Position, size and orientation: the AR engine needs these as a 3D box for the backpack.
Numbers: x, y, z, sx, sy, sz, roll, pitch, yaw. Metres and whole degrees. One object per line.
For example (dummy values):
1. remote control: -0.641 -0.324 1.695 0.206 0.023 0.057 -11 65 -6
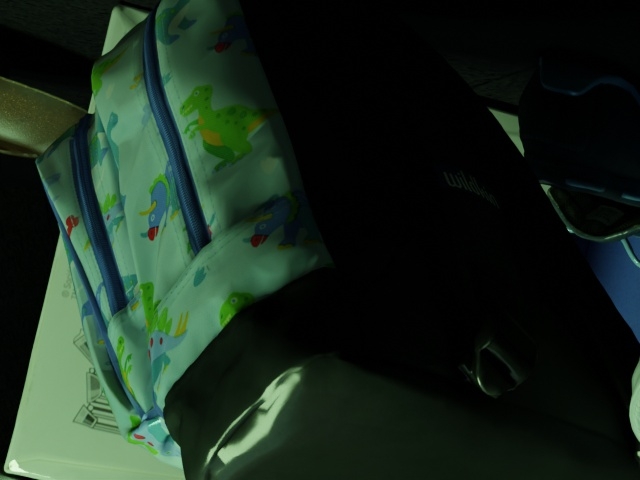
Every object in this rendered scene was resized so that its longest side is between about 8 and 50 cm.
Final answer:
1. backpack: 0.000 0.000 0.890 0.290 0.356 0.273 20 135 -41

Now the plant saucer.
1. plant saucer: -0.353 -0.126 1.545 0.310 0.050 0.310 15 177 1

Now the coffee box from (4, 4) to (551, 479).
1. coffee box: -0.032 0.048 1.370 0.338 0.338 0.334 14 175 -4

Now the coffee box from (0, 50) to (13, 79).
1. coffee box: -0.346 -0.169 1.551 0.113 0.040 0.184 14 176 2

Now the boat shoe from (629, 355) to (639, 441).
1. boat shoe: 0.209 -0.027 0.666 0.109 0.094 0.302 26 132 -12

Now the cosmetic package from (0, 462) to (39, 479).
1. cosmetic package: -0.110 0.250 1.359 0.284 0.097 0.377 16 175 11

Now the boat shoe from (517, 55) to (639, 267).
1. boat shoe: 0.177 -0.042 1.134 0.109 0.089 0.258 16 174 36

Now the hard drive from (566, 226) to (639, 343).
1. hard drive: 0.279 0.048 1.214 0.040 0.210 0.318 18 174 -33
